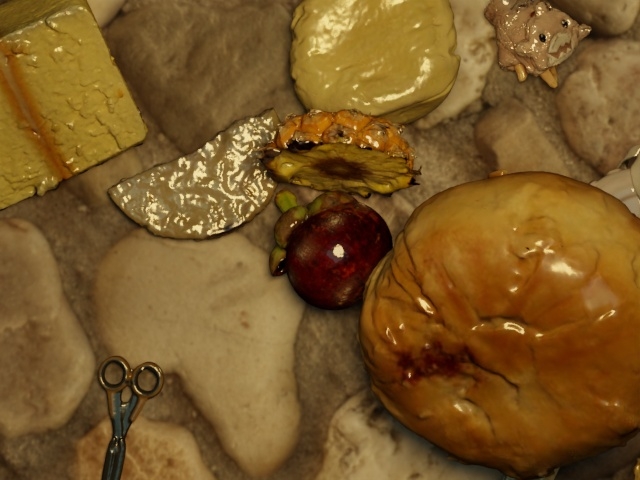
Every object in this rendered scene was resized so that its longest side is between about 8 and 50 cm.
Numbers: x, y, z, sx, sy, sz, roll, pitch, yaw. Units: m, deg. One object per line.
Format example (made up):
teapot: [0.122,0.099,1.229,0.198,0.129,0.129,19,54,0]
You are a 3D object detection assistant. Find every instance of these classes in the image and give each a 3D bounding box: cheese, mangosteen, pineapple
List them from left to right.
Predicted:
mangosteen: [0.003,0.003,1.585,0.156,0.146,0.181,-44,89,-1]
pineapple: [0.027,-0.116,1.571,0.225,0.225,0.076,5,73,-2]
cheese: [0.067,-0.255,1.618,0.226,0.117,0.213,-11,82,2]

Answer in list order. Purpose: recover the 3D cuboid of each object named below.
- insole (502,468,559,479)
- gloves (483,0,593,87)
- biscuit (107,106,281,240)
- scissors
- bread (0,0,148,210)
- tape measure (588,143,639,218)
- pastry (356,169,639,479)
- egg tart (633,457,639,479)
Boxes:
insole: [0.311,0.260,1.652,0.081,0.011,0.247,25,87,-1]
gloves: [0.283,-0.280,1.640,0.144,0.094,0.110,39,75,8]
biscuit: [-0.147,-0.070,1.640,0.250,0.032,0.133,-27,88,-3]
scissors: [-0.268,0.265,1.629,0.088,0.017,0.220,11,88,-2]
bread: [-0.386,-0.188,1.618,0.264,0.198,0.236,-24,122,-2]
tape measure: [0.422,0.003,1.618,0.197,0.120,0.236,-27,86,1]
pastry: [0.246,0.099,1.503,0.410,0.245,0.409,8,118,16]
egg tart: [0.543,0.328,1.606,0.288,0.118,0.288,0,89,-3]
